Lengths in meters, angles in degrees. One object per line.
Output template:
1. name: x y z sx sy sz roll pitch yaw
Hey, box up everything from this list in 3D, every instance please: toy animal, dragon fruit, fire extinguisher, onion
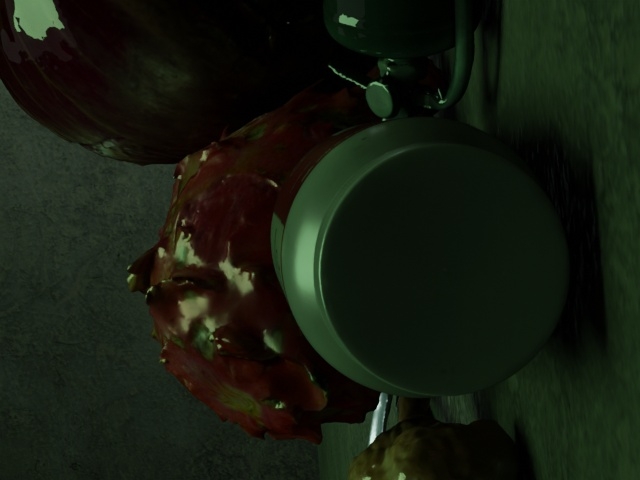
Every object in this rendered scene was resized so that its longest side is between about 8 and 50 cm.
1. toy animal: 0.065 0.131 0.896 0.185 0.104 0.184 81 -172 -65
2. dragon fruit: 0.000 0.000 0.967 0.268 0.205 0.210 -61 -20 -8
3. fire extinguisher: 0.041 -0.176 0.780 0.118 0.093 0.294 26 131 41
4. onion: -0.057 -0.180 1.083 0.385 0.348 0.348 44 -165 -24

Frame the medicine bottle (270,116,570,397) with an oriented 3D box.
1. medicine bottle: 0.043 0.005 0.728 0.250 0.131 0.131 -128 33 -85

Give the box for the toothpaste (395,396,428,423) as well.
1. toothpaste: 0.079 0.150 1.259 0.170 0.028 0.045 -94 6 -74

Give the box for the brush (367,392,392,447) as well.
1. brush: 0.034 0.118 1.194 0.297 0.060 0.068 -76 -11 -64
